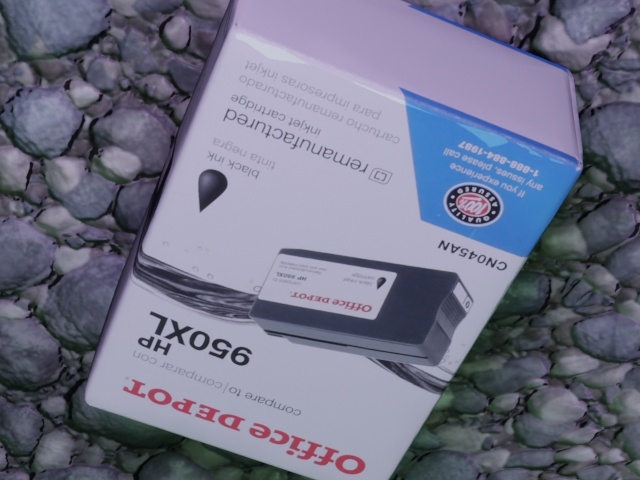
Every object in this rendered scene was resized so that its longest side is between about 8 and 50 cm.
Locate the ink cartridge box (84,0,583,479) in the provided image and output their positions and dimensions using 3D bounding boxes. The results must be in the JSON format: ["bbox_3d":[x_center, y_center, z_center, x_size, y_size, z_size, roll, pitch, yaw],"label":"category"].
[{"bbox_3d":[0.000,0.000,1.158,0.285,0.166,0.395,20,125,-9],"label":"ink cartridge box"}]
